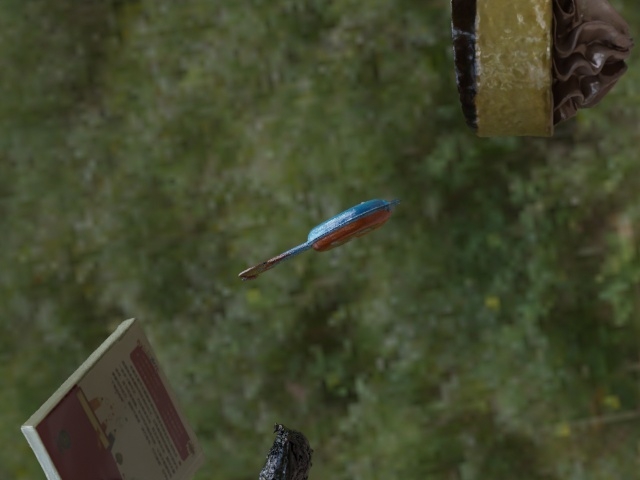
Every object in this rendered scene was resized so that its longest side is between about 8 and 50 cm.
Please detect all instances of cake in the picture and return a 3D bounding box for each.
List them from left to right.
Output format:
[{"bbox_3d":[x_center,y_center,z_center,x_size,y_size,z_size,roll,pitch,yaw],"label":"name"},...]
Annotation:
[{"bbox_3d":[0.235,-0.203,1.987,0.208,0.178,0.185,59,-150,-58],"label":"cake"}]

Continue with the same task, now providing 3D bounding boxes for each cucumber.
[{"bbox_3d":[-0.042,0.242,1.850,0.181,0.053,0.053,106,158,-46],"label":"cucumber"}]

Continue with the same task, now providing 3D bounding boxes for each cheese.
[{"bbox_3d":[0.000,0.000,2.647,0.037,0.256,0.106,65,-169,9],"label":"cheese"}]

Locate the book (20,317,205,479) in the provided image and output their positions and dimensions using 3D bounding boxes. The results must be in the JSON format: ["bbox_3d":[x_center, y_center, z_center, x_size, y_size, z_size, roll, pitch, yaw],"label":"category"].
[{"bbox_3d":[-0.186,0.188,1.763,0.162,0.022,0.232,65,-155,-14],"label":"book"}]
